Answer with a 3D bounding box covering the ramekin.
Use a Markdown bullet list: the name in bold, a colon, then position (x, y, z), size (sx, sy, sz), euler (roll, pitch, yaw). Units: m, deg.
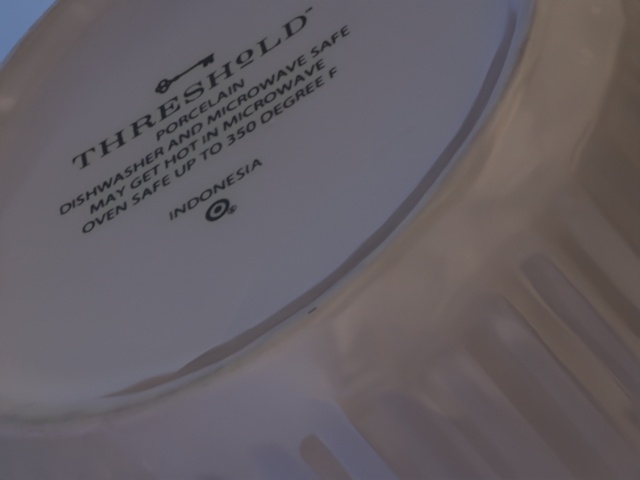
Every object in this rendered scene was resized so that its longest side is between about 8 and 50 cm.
- **ramekin**: position (0.000, 0.000, 0.498), size (0.127, 0.273, 0.273), euler (48, -166, -38)
